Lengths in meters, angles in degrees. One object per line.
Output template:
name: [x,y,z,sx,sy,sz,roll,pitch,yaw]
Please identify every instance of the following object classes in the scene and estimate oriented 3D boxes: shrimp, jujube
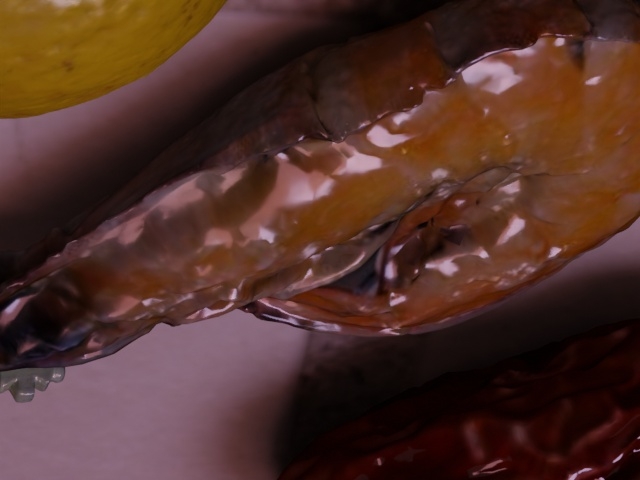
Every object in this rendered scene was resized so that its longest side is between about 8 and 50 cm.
shrimp: [0.000,0.000,0.744,0.317,0.062,0.164,-23,137,6]
jujube: [0.087,0.119,0.821,0.230,0.155,0.155,-30,133,5]

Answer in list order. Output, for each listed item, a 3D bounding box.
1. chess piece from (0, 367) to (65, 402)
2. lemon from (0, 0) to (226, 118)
chess piece: [-0.174,0.053,0.766,0.149,0.059,0.059,-3,134,-20]
lemon: [-0.092,-0.132,0.525,0.170,0.170,0.207,-13,133,0]
